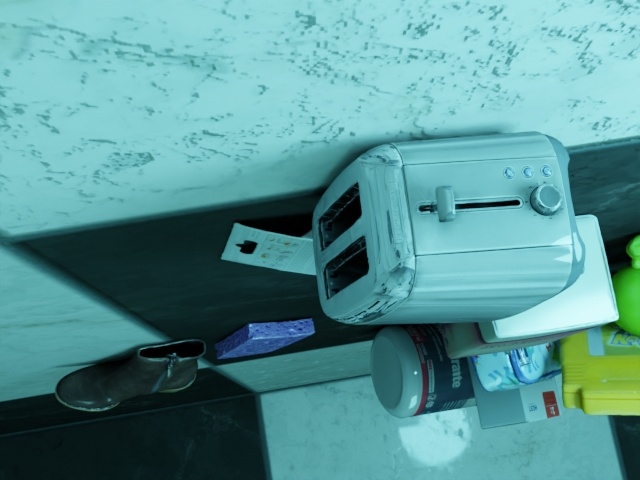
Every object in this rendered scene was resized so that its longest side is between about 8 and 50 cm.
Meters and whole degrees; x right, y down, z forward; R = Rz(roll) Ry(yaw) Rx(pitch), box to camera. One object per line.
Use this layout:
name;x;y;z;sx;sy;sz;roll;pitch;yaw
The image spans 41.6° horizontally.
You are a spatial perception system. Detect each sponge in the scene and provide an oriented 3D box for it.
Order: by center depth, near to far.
sponge;-0.102;0.173;1.480;0.117;0.031;0.210;-4;166;-24

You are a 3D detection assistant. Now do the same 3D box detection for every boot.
boot;-0.337;0.225;1.485;0.249;0.090;0.207;-3;154;-21

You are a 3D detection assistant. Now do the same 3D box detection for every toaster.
toaster;0.083;-0.001;0.648;0.147;0.129;0.227;-2;168;-16

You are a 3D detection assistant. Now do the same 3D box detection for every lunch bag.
lunch bag;0.295;0.136;1.293;0.090;0.176;0.219;-23;164;31

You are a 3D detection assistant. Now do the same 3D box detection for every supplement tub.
supplement tub;0.258;0.258;1.755;0.272;0.191;0.191;-5;166;-22

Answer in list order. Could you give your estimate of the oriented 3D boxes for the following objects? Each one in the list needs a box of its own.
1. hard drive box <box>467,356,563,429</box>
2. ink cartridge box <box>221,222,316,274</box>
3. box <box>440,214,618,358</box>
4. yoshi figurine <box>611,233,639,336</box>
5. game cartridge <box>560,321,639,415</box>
hard drive box;0.332;0.204;1.479;0.089;0.232;0.181;-17;166;31
ink cartridge box;0.000;0.000;0.822;0.179;0.045;0.145;11;164;-9
box;0.240;0.065;1.040;0.149;0.126;0.232;-8;168;-6
yoshi figurine;0.512;0.058;1.120;0.203;0.203;0.362;9;166;-10
game cartridge;0.500;0.149;1.236;0.285;0.052;0.323;-4;-160;16
